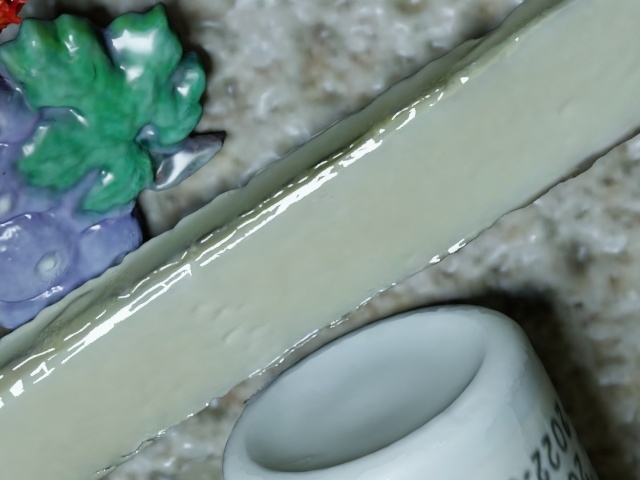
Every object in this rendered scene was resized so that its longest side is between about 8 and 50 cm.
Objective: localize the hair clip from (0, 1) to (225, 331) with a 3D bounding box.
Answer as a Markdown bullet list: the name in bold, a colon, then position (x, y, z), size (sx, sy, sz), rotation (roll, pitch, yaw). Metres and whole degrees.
- **hair clip**: position (-0.124, -0.022, 0.758), size (0.195, 0.052, 0.124), rotation (-41, 135, 11)

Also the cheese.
- **cheese**: position (-0.001, -0.002, 0.761), size (0.400, 0.034, 0.085), rotation (-34, 124, 10)

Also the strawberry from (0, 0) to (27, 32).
- **strawberry**: position (-0.154, -0.131, 0.670), size (0.131, 0.131, 0.148), rotation (34, 105, -14)

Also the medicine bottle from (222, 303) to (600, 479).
- **medicine bottle**: position (0.070, 0.163, 0.786), size (0.144, 0.144, 0.252), rotation (-22, 109, 8)
